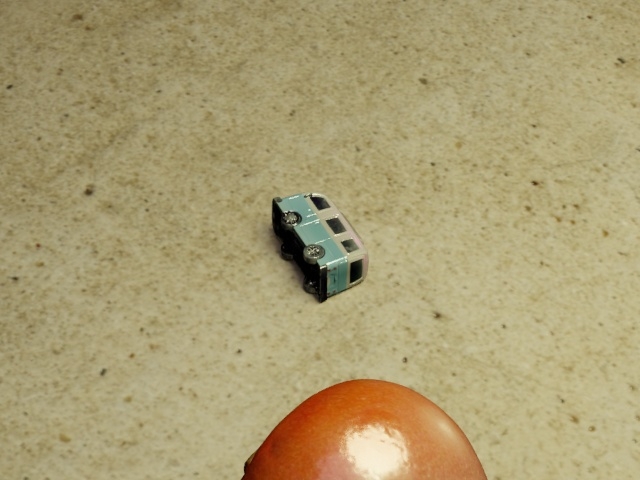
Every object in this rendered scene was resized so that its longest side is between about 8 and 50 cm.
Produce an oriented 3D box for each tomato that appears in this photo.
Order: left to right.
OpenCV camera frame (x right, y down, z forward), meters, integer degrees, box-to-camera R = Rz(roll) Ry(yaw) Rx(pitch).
[{"bbox_3d":[0.032,0.251,1.557,0.256,0.256,0.224,-33,60,-23],"label":"tomato"}]

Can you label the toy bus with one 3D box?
[{"bbox_3d":[0.000,0.000,1.935,0.075,0.060,0.123,-19,49,-18],"label":"toy bus"}]
